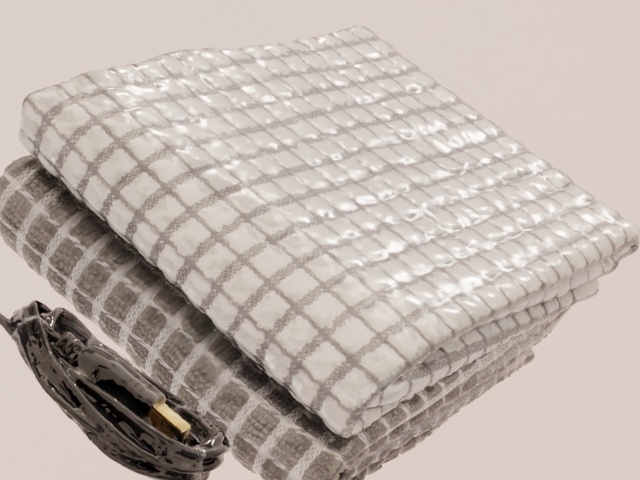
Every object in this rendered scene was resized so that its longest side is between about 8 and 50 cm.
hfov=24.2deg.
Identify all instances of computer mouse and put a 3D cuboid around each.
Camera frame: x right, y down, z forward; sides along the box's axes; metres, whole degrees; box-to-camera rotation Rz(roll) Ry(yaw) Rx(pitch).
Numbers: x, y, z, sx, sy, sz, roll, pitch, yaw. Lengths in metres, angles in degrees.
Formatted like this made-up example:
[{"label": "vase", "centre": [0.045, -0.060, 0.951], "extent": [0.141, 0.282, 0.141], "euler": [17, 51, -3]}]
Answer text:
[{"label": "computer mouse", "centre": [-0.122, -0.005, 0.456], "extent": [0.242, 0.071, 0.041], "euler": [33, -84, 14]}]

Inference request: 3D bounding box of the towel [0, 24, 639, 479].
[{"label": "towel", "centre": [0.000, 0.000, 0.786], "extent": [0.235, 0.283, 0.121], "euler": [39, -58, 20]}]
